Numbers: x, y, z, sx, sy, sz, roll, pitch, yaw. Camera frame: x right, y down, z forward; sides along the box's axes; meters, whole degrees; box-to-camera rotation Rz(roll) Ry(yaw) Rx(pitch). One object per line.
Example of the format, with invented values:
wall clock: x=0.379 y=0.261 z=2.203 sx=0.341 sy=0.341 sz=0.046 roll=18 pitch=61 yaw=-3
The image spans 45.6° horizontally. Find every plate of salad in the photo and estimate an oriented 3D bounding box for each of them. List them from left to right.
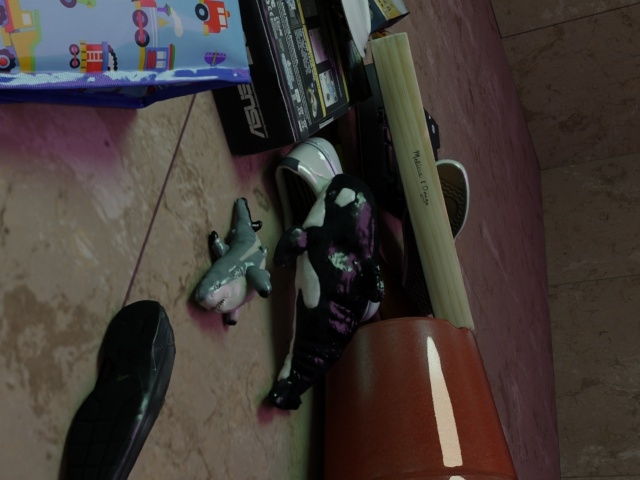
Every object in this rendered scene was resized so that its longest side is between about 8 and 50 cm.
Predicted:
plate of salad: x=0.024 y=-0.325 z=0.950 sx=0.200 sy=0.048 sz=0.200 roll=-11 pitch=90 yaw=-78

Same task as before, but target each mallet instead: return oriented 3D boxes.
mallet: x=0.031 y=-0.135 z=1.158 sx=0.062 sy=0.039 sz=0.189 roll=23 pitch=56 yaw=-64

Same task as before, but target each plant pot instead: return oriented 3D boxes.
plant pot: x=0.115 y=0.253 z=0.936 sx=0.272 sy=0.272 sz=0.265 roll=47 pitch=32 yaw=-52

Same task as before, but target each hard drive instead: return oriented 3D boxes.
hard drive: x=0.158 y=-0.159 z=1.422 sx=0.339 sy=0.064 sz=0.237 roll=25 pitch=58 yaw=-64

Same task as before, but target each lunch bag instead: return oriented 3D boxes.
lunch bag: x=-0.200 y=-0.213 z=0.548 sx=0.293 sy=0.138 sz=0.221 roll=-17 pitch=100 yaw=-58

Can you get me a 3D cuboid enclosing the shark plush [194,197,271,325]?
shark plush: x=-0.087 y=0.010 z=0.799 sx=0.067 sy=0.073 sz=0.161 roll=29 pitch=53 yaw=-24

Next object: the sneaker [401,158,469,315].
sneaker: x=0.191 y=-0.019 z=1.344 sx=0.123 sy=0.106 sz=0.290 roll=-72 pitch=173 yaw=-64

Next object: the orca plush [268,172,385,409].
orca plush: x=0.019 y=0.058 z=0.869 sx=0.151 sy=0.102 sz=0.287 roll=43 pitch=64 yaw=-35

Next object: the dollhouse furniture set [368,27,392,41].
dollhouse furniture set: x=0.056 y=-0.330 z=1.241 sx=0.152 sy=0.076 sz=0.058 roll=2 pitch=78 yaw=-57

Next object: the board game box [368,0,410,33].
board game box: x=0.041 y=-0.441 z=1.185 sx=0.243 sy=0.042 sz=0.165 roll=56 pitch=27 yaw=-6

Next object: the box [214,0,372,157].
box: x=-0.061 y=-0.333 z=0.939 sx=0.318 sy=0.097 sz=0.395 roll=-46 pitch=123 yaw=-60

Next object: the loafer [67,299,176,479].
loafer: x=-0.146 y=0.130 z=0.601 sx=0.061 sy=0.062 sz=0.170 roll=65 pitch=28 yaw=-43

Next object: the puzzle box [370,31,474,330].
puzzle box: x=0.145 y=-0.086 z=1.123 sx=0.272 sy=0.052 sz=0.409 roll=-67 pitch=144 yaw=-80

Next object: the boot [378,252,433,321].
boot: x=0.103 y=0.089 z=1.186 sx=0.280 sy=0.096 sz=0.264 roll=56 pitch=14 yaw=-13

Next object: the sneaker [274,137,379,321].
sneaker: x=0.000 y=0.000 z=0.982 sx=0.091 sy=0.094 sz=0.258 roll=-37 pitch=112 yaw=-45
